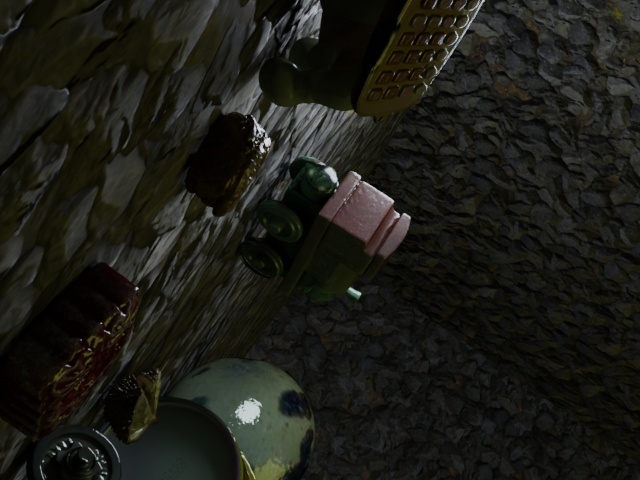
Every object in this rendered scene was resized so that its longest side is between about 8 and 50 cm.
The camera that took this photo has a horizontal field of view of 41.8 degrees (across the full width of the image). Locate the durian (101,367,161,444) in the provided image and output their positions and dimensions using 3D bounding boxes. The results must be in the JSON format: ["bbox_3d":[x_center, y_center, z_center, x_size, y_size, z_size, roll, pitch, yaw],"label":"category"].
[{"bbox_3d":[-0.267,0.230,1.188,0.110,0.071,0.140,-59,165,-23],"label":"durian"}]

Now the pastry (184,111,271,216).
[{"bbox_3d":[-0.092,-0.076,0.837,0.109,0.057,0.097,-55,-177,37],"label":"pastry"}]

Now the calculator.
[{"bbox_3d":[0.100,-0.207,0.756,0.157,0.033,0.236,-21,145,-55],"label":"calculator"}]

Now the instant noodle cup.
[{"bbox_3d":[-0.253,0.411,1.360,0.325,0.325,0.254,-53,166,-28],"label":"instant noodle cup"}]

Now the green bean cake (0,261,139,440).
[{"bbox_3d":[-0.220,0.100,0.741,0.135,0.056,0.135,-51,175,-39],"label":"green bean cake"}]

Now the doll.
[{"bbox_3d":[0.051,-0.232,0.792,0.275,0.113,0.155,-57,169,31],"label":"doll"}]

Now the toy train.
[{"bbox_3d":[0.000,0.000,1.397,0.150,0.221,0.304,-55,178,-33],"label":"toy train"}]

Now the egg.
[{"bbox_3d":[-0.197,0.431,1.807,0.345,0.345,0.428,-57,162,20],"label":"egg"}]

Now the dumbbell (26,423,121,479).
[{"bbox_3d":[-0.325,0.315,1.015,0.254,0.110,0.110,-51,180,38],"label":"dumbbell"}]
